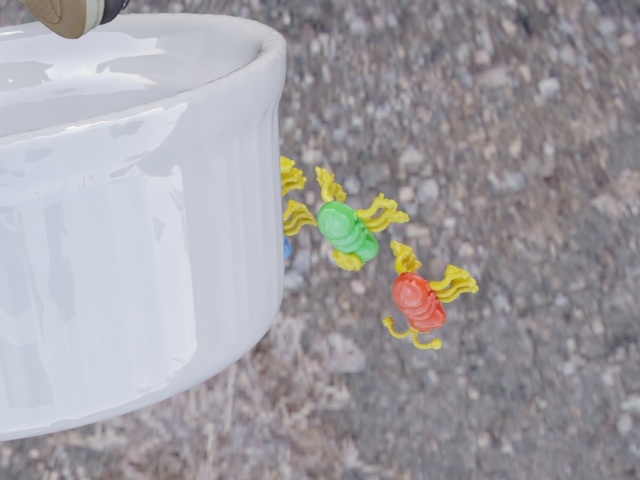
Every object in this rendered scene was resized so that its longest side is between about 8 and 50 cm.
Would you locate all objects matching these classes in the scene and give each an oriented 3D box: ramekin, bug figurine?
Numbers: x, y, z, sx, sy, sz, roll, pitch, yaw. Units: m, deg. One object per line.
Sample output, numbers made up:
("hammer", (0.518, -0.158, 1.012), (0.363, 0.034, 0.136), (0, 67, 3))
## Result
("ramekin", (-0.146, -0.013, 0.794), (0.277, 0.277, 0.135), (-6, 107, 3))
("bug figurine", (0.000, 0.000, 1.598), (0.072, 0.279, 0.216), (-58, 145, -15))

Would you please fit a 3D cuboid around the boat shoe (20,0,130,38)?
("boat shoe", (-0.152, -0.232, 0.870), (0.092, 0.285, 0.103), (-19, 156, -24))
